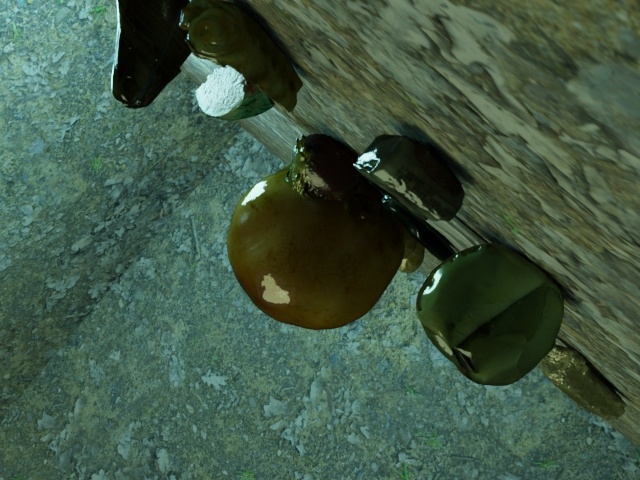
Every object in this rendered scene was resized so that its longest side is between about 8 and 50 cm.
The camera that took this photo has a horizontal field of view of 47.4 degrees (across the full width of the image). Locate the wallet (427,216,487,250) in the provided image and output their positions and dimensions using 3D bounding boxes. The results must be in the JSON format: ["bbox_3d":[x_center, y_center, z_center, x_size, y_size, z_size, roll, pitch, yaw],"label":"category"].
[{"bbox_3d":[0.231,-0.014,1.252,0.183,0.032,0.124,41,178,5],"label":"wallet"}]

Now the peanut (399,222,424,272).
[{"bbox_3d":[0.214,0.011,1.898,0.098,0.103,0.229,54,-174,32],"label":"peanut"}]

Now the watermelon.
[{"bbox_3d":[-0.186,-0.338,1.777,0.146,0.128,0.231,15,-164,-43],"label":"watermelon"}]

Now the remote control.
[{"bbox_3d":[0.212,-0.025,1.562,0.222,0.042,0.072,40,178,-27],"label":"remote control"}]

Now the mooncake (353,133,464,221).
[{"bbox_3d":[0.117,-0.079,0.902,0.125,0.073,0.130,37,-177,-15],"label":"mooncake"}]

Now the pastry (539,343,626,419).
[{"bbox_3d":[0.596,0.322,1.661,0.258,0.089,0.121,37,170,-31],"label":"pastry"}]

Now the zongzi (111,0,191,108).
[{"bbox_3d":[-0.329,-0.369,1.248,0.112,0.221,0.242,19,163,47],"label":"zongzi"}]

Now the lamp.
[{"bbox_3d":[0.004,-0.140,1.486,0.157,0.135,0.156,37,-178,5],"label":"lamp"}]

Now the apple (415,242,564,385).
[{"bbox_3d":[0.256,0.109,1.106,0.207,0.188,0.174,48,177,10],"label":"apple"}]

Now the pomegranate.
[{"bbox_3d":[0.000,0.000,1.686,0.416,0.416,0.416,40,-179,0],"label":"pomegranate"}]

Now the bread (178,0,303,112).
[{"bbox_3d":[-0.103,-0.264,1.037,0.128,0.088,0.232,51,-168,28],"label":"bread"}]
